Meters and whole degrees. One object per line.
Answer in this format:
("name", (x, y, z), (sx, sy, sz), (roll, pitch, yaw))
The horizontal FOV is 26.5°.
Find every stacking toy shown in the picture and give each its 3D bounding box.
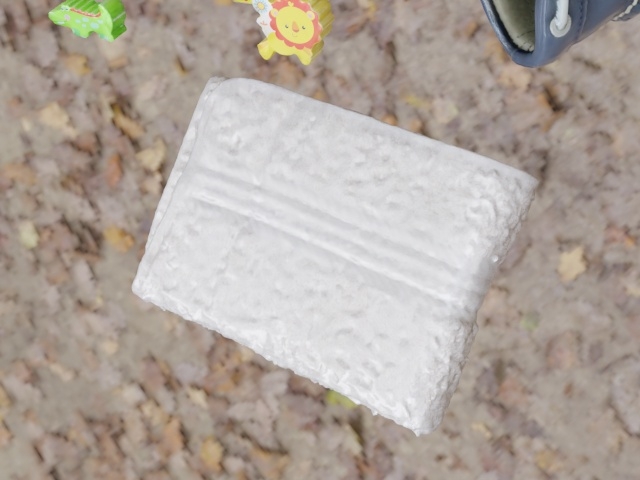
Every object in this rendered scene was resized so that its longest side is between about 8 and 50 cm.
("stacking toy", (-0.056, -0.192, 0.942), (0.221, 0.167, 0.052), (10, 130, 28))

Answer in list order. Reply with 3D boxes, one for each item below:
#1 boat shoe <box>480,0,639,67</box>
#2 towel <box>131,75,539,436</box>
("boat shoe", (0.046, -0.166, 0.423), (0.095, 0.079, 0.254), (40, 165, 48))
("towel", (0.000, 0.000, 0.938), (0.282, 0.049, 0.187), (23, 94, 35))
